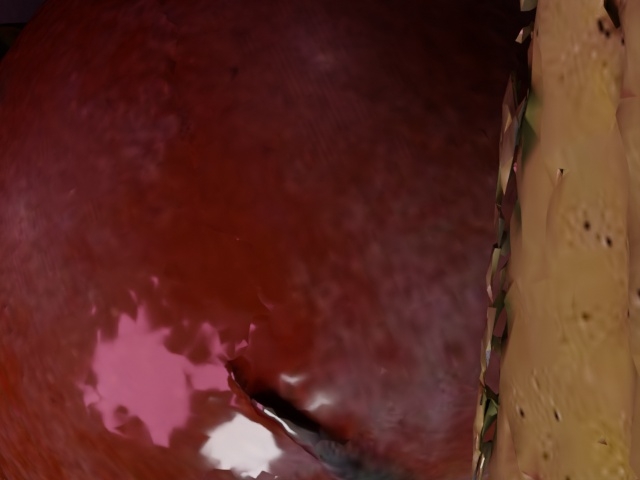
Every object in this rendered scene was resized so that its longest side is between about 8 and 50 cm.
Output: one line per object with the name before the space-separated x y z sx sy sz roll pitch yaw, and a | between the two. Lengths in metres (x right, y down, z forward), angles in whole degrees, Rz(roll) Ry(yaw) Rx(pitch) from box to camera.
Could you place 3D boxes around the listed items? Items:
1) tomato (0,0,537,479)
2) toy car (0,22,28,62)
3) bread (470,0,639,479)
tomato | 0.000 0.000 0.631 0.265 0.265 0.265 36 143 32
toy car | -0.138 0.059 0.923 0.341 0.271 0.240 48 128 9
bread | 0.175 0.007 0.329 0.279 0.248 0.315 -121 26 -48
